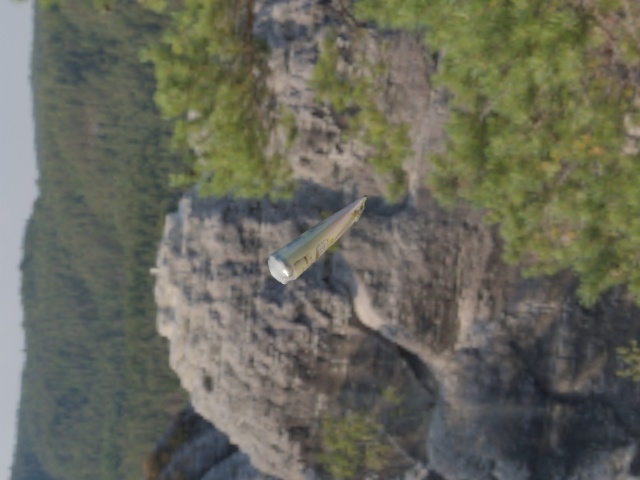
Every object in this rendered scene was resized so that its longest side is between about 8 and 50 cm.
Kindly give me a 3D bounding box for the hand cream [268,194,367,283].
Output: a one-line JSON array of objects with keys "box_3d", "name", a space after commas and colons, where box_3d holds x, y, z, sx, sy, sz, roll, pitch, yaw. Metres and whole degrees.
[{"box_3d": [0.000, 0.000, 1.129, 0.039, 0.143, 0.061, 46, 155, 17], "name": "hand cream"}]
